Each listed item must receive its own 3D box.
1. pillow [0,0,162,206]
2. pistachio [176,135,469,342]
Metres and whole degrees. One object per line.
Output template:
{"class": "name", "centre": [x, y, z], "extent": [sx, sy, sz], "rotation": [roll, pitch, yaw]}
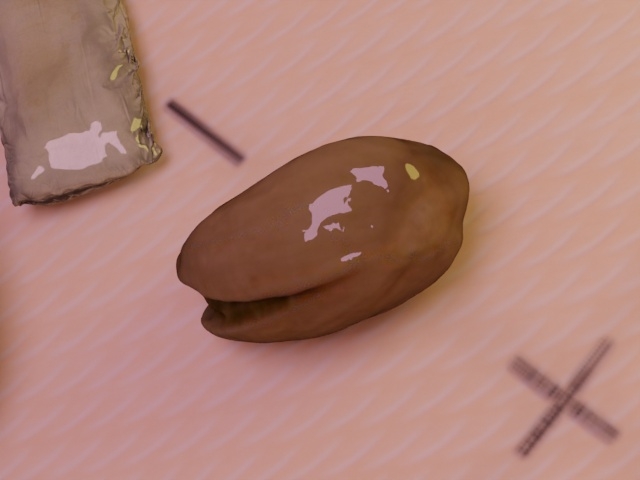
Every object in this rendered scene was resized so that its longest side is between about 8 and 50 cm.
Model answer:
{"class": "pillow", "centre": [-0.206, -0.138, 1.499], "extent": [0.128, 0.051, 0.229], "rotation": [-20, 66, 8]}
{"class": "pistachio", "centre": [0.000, 0.000, 1.324], "extent": [0.226, 0.136, 0.136], "rotation": [-22, 64, 23]}
